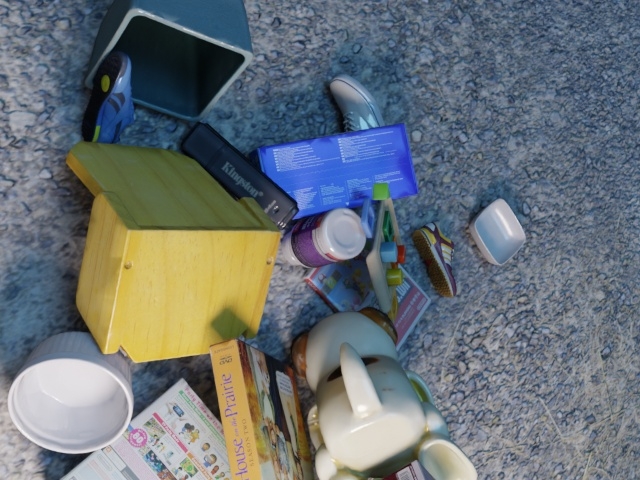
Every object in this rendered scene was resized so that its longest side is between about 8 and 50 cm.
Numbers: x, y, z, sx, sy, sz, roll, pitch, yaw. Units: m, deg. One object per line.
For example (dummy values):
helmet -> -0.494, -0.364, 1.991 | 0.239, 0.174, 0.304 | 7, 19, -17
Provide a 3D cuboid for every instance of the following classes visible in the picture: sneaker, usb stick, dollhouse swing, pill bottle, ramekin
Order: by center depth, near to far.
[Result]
ramekin -> -0.424, 0.254, 1.511 | 0.207, 0.207, 0.109 | 35, 21, -23
dollhouse swing -> -0.312, 0.012, 1.638 | 0.346, 0.305, 0.315 | -1, 111, -48
sneaker -> -0.385, -0.267, 1.651 | 0.082, 0.209, 0.069 | -4, 47, -38
usb stick -> -0.165, -0.132, 1.790 | 0.278, 0.045, 0.077 | 41, 88, 1
pill bottle -> 0.000, 0.000, 1.834 | 0.108, 0.193, 0.108 | 8, 76, -32
sneaker -> 0.093, -0.258, 2.005 | 0.091, 0.094, 0.258 | -42, 104, -36
sneaker -> 0.295, 0.044, 2.091 | 0.084, 0.069, 0.186 | -27, 97, -28

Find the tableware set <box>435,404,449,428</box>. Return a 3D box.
tableware set -> 0.230, 0.441, 1.997 | 0.154, 0.024, 0.104 | -9, 86, -34

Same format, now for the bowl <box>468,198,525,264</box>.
bowl -> 0.439, -0.020, 2.206 | 0.142, 0.053, 0.142 | -39, 102, -31

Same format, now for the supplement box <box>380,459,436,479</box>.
supplement box -> 0.107, 0.501, 1.556 | 0.130, 0.239, 0.073 | 50, 12, -39

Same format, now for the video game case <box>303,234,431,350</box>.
video game case -> 0.112, 0.111, 1.986 | 0.285, 0.025, 0.204 | 47, 60, -16

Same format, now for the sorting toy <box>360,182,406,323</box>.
sorting toy -> 0.152, 0.029, 1.878 | 0.196, 0.047, 0.348 | -72, 155, -43

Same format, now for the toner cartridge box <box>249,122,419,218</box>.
toner cartridge box -> 0.032, -0.146, 1.904 | 0.347, 0.075, 0.165 | -11, 89, -20

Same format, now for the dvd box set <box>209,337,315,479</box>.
dvd box set -> -0.085, 0.412, 1.605 | 0.307, 0.062, 0.420 | 46, 28, -63

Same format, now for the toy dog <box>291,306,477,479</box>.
toy dog -> 0.069, 0.310, 1.729 | 0.284, 0.408, 0.395 | -31, 120, 6

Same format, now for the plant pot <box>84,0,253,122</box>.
plant pot -> -0.295, -0.428, 1.712 | 0.247, 0.248, 0.252 | 15, 56, -30

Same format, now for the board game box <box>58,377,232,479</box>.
board game box -> -0.300, 0.433, 1.581 | 0.303, 0.097, 0.224 | -39, 86, -31

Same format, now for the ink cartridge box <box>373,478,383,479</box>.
ink cartridge box -> 0.183, 0.516, 1.866 | 0.171, 0.056, 0.235 | 45, 17, -21
